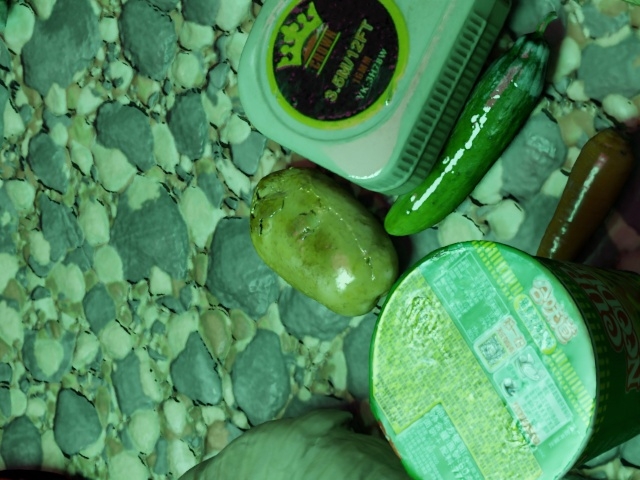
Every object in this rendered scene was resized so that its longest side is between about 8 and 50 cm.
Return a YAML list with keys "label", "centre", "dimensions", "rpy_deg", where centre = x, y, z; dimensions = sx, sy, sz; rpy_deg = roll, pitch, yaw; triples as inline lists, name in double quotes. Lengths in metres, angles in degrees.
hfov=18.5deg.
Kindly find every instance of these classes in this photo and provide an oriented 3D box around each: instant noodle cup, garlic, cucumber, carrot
- label: "instant noodle cup"
  centre: [0.182, 0.098, 1.578]
  dimensions: [0.207, 0.232, 0.207]
  rpy_deg: [2, 93, 35]
- label: "garlic"
  centre: [-0.018, 0.314, 1.740]
  dimensions: [0.322, 0.241, 0.322]
  rpy_deg: [-21, 62, 45]
- label: "cucumber"
  centre: [0.138, -0.094, 1.710]
  dimensions: [0.056, 0.056, 0.250]
  rpy_deg: [47, 117, 24]
- label: "carrot"
  centre: [0.207, -0.001, 1.676]
  dimensions: [0.048, 0.048, 0.216]
  rpy_deg: [39, 117, 27]

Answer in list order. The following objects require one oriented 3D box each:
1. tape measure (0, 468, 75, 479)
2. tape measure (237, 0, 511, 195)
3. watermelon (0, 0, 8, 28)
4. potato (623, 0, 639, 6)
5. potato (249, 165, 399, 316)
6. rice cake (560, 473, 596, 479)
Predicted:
- label: "tape measure"
  centre: [-0.304, 0.361, 1.989]
  dimensions: [0.260, 0.114, 0.253]
  rpy_deg: [-41, 69, 24]
- label: "tape measure"
  centre: [0.044, -0.174, 1.700]
  dimensions: [0.207, 0.115, 0.235]
  rpy_deg: [28, 94, 28]
- label: "watermelon"
  centre: [-0.398, -0.346, 1.987]
  dimensions: [0.151, 0.302, 0.264]
  rpy_deg: [-2, 90, -4]
- label: "potato"
  centre: [0.287, -0.305, 1.543]
  dimensions: [0.174, 0.159, 0.251]
  rpy_deg: [28, 99, 5]
- label: "potato"
  centre: [0.000, 0.000, 1.792]
  dimensions: [0.170, 0.080, 0.107]
  rpy_deg: [44, 126, 23]
- label: "rice cake"
  centre: [0.261, 0.231, 1.648]
  dimensions: [0.211, 0.034, 0.043]
  rpy_deg: [12, 101, 33]
